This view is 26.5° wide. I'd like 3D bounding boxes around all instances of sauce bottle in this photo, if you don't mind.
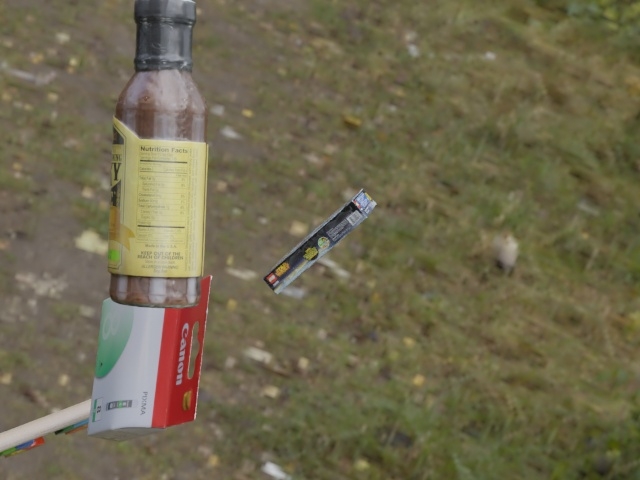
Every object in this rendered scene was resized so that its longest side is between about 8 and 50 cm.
[{"bbox_3d":[-0.181,-0.098,1.532,0.111,0.344,0.111,3,1,0],"label":"sauce bottle"}]

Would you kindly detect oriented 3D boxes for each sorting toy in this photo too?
[{"bbox_3d":[-0.382,0.264,1.895,0.193,0.038,0.208,-21,-3,-6],"label":"sorting toy"}]

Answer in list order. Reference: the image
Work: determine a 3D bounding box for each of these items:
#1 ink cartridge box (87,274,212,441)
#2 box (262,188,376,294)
[{"bbox_3d":[-0.212,0.143,1.655,0.056,0.225,0.181,14,70,-26],"label":"ink cartridge box"},{"bbox_3d":[0.000,0.000,1.532,0.027,0.137,0.094,49,13,-2],"label":"box"}]
